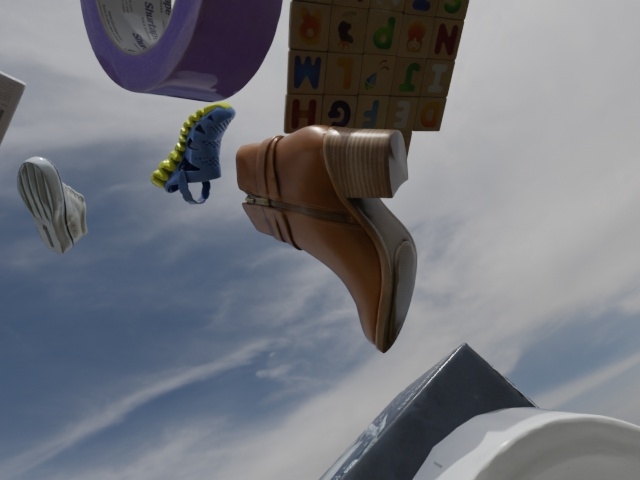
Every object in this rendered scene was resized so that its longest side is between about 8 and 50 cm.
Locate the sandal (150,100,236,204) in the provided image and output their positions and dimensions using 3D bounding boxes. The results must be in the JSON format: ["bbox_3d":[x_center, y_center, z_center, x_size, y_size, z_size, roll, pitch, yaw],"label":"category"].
[{"bbox_3d":[-0.289,-0.204,1.000,0.317,0.138,0.126,-43,0,37],"label":"sandal"}]

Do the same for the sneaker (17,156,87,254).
[{"bbox_3d":[-0.553,-0.082,0.855,0.094,0.091,0.258,29,-43,1],"label":"sneaker"}]

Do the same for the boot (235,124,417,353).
[{"bbox_3d":[0.000,0.000,0.519,0.109,0.220,0.283,-42,-52,-50],"label":"boot"}]

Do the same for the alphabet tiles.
[{"bbox_3d":[0.087,-0.274,0.601,0.285,0.011,0.343,-7,-59,-23],"label":"alphabet tiles"}]

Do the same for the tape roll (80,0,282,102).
[{"bbox_3d":[-0.126,-0.223,0.354,0.080,0.189,0.189,-16,-38,-51],"label":"tape roll"}]

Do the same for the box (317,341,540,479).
[{"bbox_3d":[0.175,0.529,0.822,0.480,0.297,0.472,-36,-20,-26],"label":"box"}]

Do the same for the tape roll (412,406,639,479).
[{"bbox_3d":[0.208,0.289,0.331,0.286,0.286,0.100,-19,-15,-11],"label":"tape roll"}]

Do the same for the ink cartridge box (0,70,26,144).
[{"bbox_3d":[-0.431,-0.125,0.464,0.104,0.060,0.180,24,-85,-41],"label":"ink cartridge box"}]
